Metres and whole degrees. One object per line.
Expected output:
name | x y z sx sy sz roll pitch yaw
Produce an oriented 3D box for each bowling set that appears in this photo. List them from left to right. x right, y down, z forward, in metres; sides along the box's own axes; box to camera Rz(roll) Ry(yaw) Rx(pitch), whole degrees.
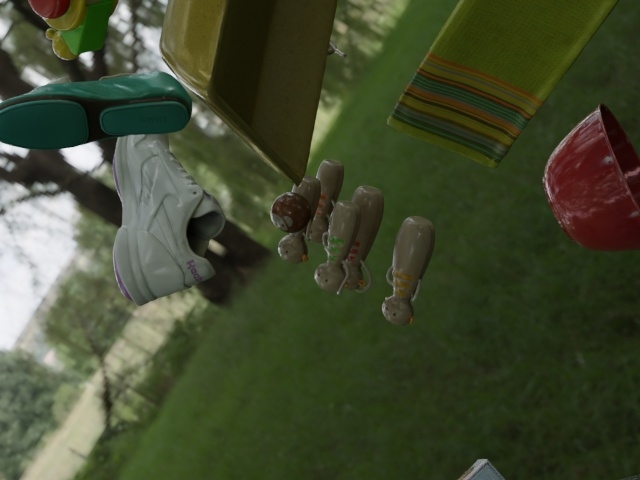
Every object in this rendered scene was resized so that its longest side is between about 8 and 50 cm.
bowling set | 0.000 0.000 1.700 0.287 0.200 0.154 39 122 51

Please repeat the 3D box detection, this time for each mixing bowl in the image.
mixing bowl | 0.321 -0.056 1.433 0.098 0.181 0.181 -27 17 22

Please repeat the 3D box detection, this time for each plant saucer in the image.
plant saucer | -0.063 -0.252 1.220 0.333 0.081 0.333 42 -123 -72

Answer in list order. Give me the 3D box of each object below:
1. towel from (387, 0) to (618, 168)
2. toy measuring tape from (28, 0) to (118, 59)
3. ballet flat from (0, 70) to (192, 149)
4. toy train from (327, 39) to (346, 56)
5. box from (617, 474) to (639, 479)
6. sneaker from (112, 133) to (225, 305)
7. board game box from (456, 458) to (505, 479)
towel | 0.137 -0.140 0.910 0.237 0.102 0.021 121 162 -53
toy measuring tape | -0.295 -0.370 1.530 0.121 0.121 0.330 -64 -3 -52
ballet flat | -0.282 -0.164 1.518 0.087 0.247 0.083 -108 16 -48
toy train | -0.078 -0.251 1.659 0.143 0.105 0.248 -52 48 10
box | 0.283 0.372 1.227 0.270 0.216 0.060 -13 -11 -46
sneaker | -0.201 -0.053 1.679 0.114 0.152 0.305 62 -162 -56
board game box | 0.187 0.485 1.481 0.318 0.318 0.066 -41 -6 -8
